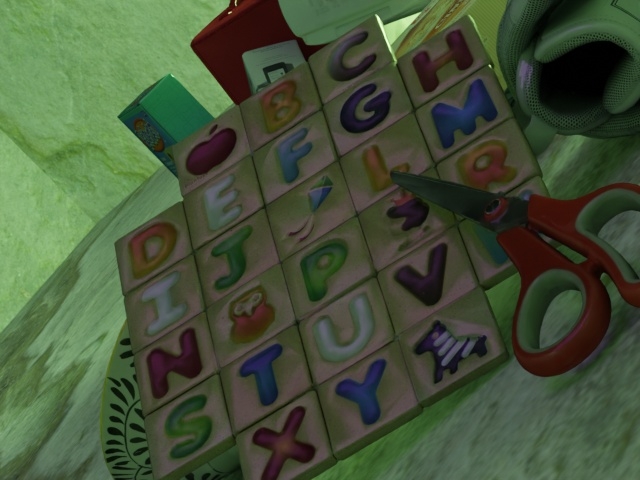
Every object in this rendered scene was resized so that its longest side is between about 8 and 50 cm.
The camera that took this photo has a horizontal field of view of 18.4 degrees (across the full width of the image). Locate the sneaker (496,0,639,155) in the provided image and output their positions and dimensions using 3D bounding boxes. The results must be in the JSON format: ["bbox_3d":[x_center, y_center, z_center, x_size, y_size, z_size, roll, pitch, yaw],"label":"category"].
[{"bbox_3d":[0.242,-0.194,1.221,0.366,0.137,0.210,-46,8,28],"label":"sneaker"}]

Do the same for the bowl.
[{"bbox_3d":[-0.069,0.101,1.341,0.170,0.080,0.170,-41,-41,-51],"label":"bowl"}]

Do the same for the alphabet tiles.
[{"bbox_3d":[0.000,0.000,1.214,0.285,0.011,0.342,-32,39,13],"label":"alphabet tiles"}]

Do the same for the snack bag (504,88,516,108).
[{"bbox_3d":[0.165,-0.134,1.606,0.342,0.037,0.323,-48,10,-22],"label":"snack bag"}]

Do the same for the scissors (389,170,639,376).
[{"bbox_3d":[0.114,-0.016,1.068,0.109,0.021,0.297,-46,25,7],"label":"scissors"}]

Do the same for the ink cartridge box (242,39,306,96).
[{"bbox_3d":[-0.029,-0.122,2.029,0.063,0.109,0.150,-15,33,-4],"label":"ink cartridge box"}]

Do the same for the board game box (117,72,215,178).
[{"bbox_3d":[-0.106,-0.071,1.981,0.047,0.210,0.160,-46,9,-10],"label":"board game box"}]

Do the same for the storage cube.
[{"bbox_3d":[0.015,-0.222,2.166,0.193,0.215,0.184,-26,19,45],"label":"storage cube"}]

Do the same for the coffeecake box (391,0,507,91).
[{"bbox_3d":[0.132,-0.175,1.600,0.142,0.068,0.185,-48,10,-7],"label":"coffeecake box"}]

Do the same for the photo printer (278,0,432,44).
[{"bbox_3d":[0.140,-0.297,1.960,0.307,0.107,0.256,-22,5,-27],"label":"photo printer"}]
